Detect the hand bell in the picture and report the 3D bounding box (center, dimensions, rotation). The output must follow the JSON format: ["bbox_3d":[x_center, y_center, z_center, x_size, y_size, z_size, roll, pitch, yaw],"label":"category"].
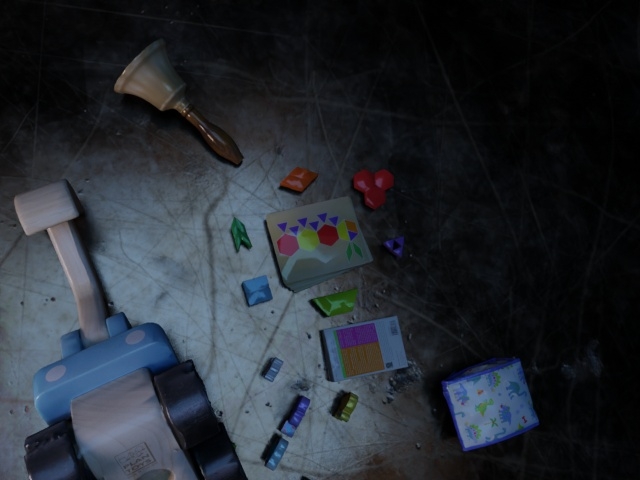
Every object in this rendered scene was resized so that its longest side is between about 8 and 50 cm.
[{"bbox_3d":[-0.234,-0.227,0.985,0.242,0.126,0.126,44,73,-14],"label":"hand bell"}]

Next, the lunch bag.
[{"bbox_3d":[0.300,0.296,0.995,0.151,0.096,0.128,-14,83,-25],"label":"lunch bag"}]

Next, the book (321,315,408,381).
[{"bbox_3d":[0.081,0.197,0.998,0.144,0.035,0.096,-7,78,-15],"label":"book"}]

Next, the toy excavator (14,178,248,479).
[{"bbox_3d":[-0.326,0.169,0.827,0.223,0.445,0.432,-25,127,-17],"label":"toy excavator"}]

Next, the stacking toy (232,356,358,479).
[{"bbox_3d":[-0.055,0.328,0.930,0.167,0.052,0.221,30,75,-6],"label":"stacking toy"}]

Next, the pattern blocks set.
[{"bbox_3d":[0.000,0.000,1.020,0.325,0.026,0.285,-5,80,-14],"label":"pattern blocks set"}]
